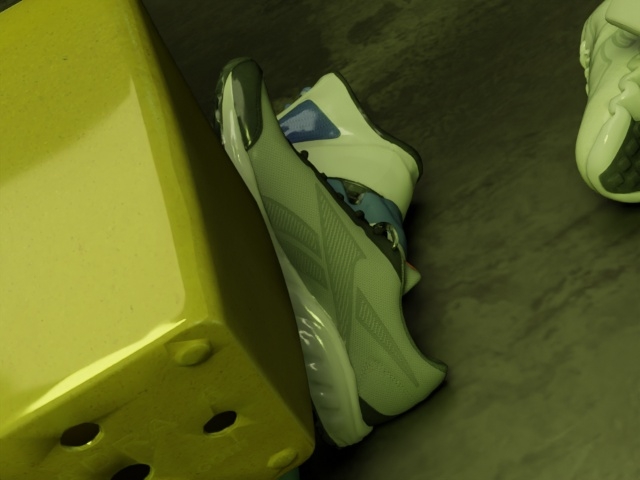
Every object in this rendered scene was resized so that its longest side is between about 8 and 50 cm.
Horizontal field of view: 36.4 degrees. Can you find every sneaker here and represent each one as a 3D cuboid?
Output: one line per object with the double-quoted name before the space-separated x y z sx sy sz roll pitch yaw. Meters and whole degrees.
"sneaker" -0.045 -0.052 0.841 0.316 0.127 0.182 7 47 27
"sneaker" 0.257 -0.137 0.772 0.118 0.110 0.292 -5 40 45
"sneaker" 0.000 0.000 0.666 0.108 0.271 0.100 -23 4 -2

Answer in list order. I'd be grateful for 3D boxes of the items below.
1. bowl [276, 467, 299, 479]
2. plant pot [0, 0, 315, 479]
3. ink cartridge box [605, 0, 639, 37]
"bowl" -0.136 0.161 0.618 0.312 0.163 0.311 -16 41 15
"plant pot" -0.118 0.040 0.467 0.212 0.212 0.187 -30 53 -3
"ink cartridge box" 0.337 -0.104 0.525 0.353 0.207 0.119 -117 47 -63
